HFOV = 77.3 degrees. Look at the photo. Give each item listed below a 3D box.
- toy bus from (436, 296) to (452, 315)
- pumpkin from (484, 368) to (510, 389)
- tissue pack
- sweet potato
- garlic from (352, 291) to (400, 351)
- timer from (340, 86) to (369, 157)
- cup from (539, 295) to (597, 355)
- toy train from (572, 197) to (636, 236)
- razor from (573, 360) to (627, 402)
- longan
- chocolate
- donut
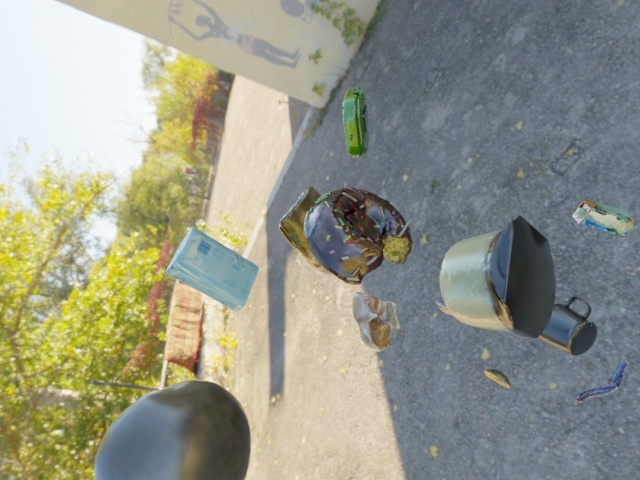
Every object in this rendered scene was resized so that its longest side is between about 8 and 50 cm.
[{"bbox_3d":[0.619,0.308,1.864,0.079,0.077,0.174,-37,11,-14],"label":"toy bus"},{"bbox_3d":[0.534,0.409,1.198,0.028,0.083,0.050,-45,-21,-18],"label":"pumpkin"},{"bbox_3d":[-0.345,0.096,1.302,0.089,0.263,0.177,-35,29,40],"label":"tissue pack"},{"bbox_3d":[0.000,0.000,1.198,0.158,0.369,0.158,-21,41,19],"label":"sweet potato"},{"bbox_3d":[0.146,0.226,1.124,0.124,0.099,0.174,-11,89,47],"label":"garlic"},{"bbox_3d":[0.077,-0.250,0.847,0.140,0.047,0.128,-75,-21,-54],"label":"timer"},{"bbox_3d":[0.976,0.327,1.568,0.223,0.169,0.176,-59,23,6],"label":"cup"},{"bbox_3d":[0.951,-0.075,1.346,0.099,0.188,0.072,-80,6,-61],"label":"toy train"},{"bbox_3d":[1.010,0.539,1.447,0.056,0.093,0.324,39,155,28],"label":"razor"},{"bbox_3d":[-0.251,0.376,0.721,0.258,0.258,0.258,-47,35,49],"label":"longan"},{"bbox_3d":[0.507,0.123,1.212,0.297,0.326,0.314,-8,65,46],"label":"chocolate"},{"bbox_3d":[0.081,-0.024,0.813,0.216,0.230,0.096,61,142,30],"label":"donut"}]
